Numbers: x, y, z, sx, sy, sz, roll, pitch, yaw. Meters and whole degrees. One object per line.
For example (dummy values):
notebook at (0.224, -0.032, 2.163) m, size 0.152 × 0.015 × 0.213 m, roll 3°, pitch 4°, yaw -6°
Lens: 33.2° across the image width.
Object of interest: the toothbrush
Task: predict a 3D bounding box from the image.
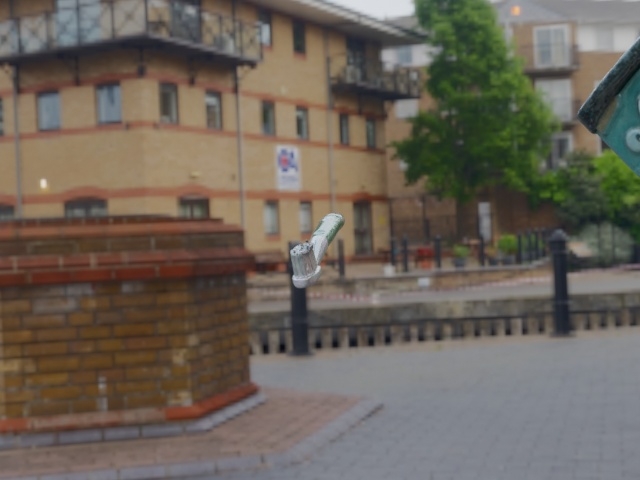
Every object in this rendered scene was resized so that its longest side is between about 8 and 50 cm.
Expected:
toothbrush at (0.000, 0.000, 0.738) m, size 0.018 × 0.024 × 0.257 m, roll -11°, pitch 6°, yaw 7°

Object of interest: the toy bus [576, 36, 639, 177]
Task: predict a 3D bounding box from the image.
toy bus at (0.303, -0.097, 0.733) m, size 0.256 × 0.147 × 0.128 m, roll -17°, pitch -28°, yaw -48°
